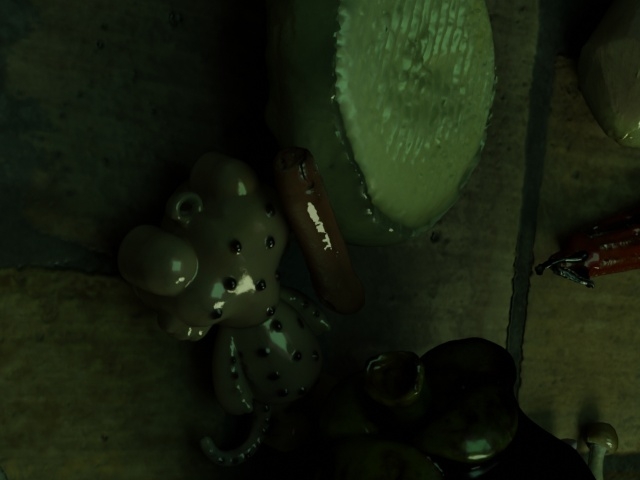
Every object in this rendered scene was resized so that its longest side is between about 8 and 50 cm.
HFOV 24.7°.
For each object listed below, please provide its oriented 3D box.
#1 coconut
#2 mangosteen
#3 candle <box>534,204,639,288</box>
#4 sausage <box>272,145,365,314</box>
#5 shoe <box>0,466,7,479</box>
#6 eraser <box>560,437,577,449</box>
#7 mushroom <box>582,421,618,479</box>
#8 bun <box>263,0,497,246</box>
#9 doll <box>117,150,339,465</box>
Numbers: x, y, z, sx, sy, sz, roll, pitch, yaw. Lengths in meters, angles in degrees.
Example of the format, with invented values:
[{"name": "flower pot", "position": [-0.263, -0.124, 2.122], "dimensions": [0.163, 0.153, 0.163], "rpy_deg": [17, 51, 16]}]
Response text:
[{"name": "coconut", "position": [0.348, -0.170, 1.488], "dimensions": [0.171, 0.171, 0.183], "rpy_deg": [41, 66, -35]}, {"name": "mangosteen", "position": [0.107, 0.241, 1.263], "dimensions": [0.297, 0.297, 0.313], "rpy_deg": [13, 77, -40]}, {"name": "candle", "position": [0.333, -0.004, 1.567], "dimensions": [0.302, 0.059, 0.084], "rpy_deg": [-13, 92, -40]}, {"name": "sausage", "position": [0.000, 0.000, 1.174], "dimensions": [0.043, 0.043, 0.186], "rpy_deg": [-48, 139, -25]}, {"name": "shoe", "position": [-0.290, 0.234, 1.042], "dimensions": [0.149, 0.109, 0.293], "rpy_deg": [-45, 126, -33]}, {"name": "eraser", "position": [0.189, 0.332, 1.484], "dimensions": [0.243, 0.059, 0.204], "rpy_deg": [-19, 109, -42]}, {"name": "mushroom", "position": [0.303, 0.348, 1.557], "dimensions": [0.068, 0.043, 0.306], "rpy_deg": [8, 79, -56]}, {"name": "bun", "position": [0.037, -0.143, 1.251], "dimensions": [0.287, 0.146, 0.287], "rpy_deg": [-14, 107, -53]}, {"name": "doll", "position": [-0.067, 0.063, 1.218], "dimensions": [0.154, 0.119, 0.278], "rpy_deg": [-38, 127, -29]}]
